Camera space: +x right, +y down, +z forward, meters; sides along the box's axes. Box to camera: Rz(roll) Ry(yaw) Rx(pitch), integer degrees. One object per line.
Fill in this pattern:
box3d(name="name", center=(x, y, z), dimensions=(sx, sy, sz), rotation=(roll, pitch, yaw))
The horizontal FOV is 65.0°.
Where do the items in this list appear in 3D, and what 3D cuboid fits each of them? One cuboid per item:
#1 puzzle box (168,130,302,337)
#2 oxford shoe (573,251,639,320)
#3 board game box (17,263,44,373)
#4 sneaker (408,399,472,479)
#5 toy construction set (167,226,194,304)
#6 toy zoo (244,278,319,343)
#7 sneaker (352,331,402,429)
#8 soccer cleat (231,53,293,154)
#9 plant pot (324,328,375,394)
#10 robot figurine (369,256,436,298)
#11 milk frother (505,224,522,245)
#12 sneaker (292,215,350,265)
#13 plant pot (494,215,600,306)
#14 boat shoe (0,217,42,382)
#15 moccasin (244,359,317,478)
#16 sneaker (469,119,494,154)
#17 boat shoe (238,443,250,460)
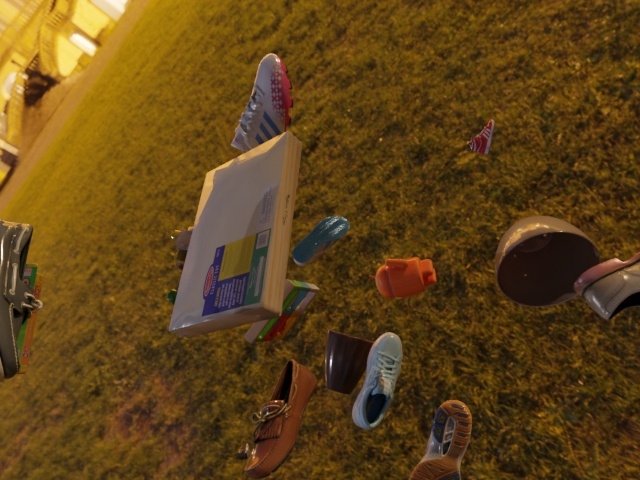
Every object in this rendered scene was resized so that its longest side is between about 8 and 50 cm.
box3d(name="puzzle box", center=(-0.173, -0.013, 1.048), dimensions=(0.272, 0.052, 0.408), rotation=(-17, 53, 35))
box3d(name="oxford shoe", center=(0.893, 0.096, 1.325), dimensions=(0.397, 0.140, 0.146), rotation=(-26, 48, 7))
box3d(name="board game box", center=(-0.743, 0.183, 1.198), dimensions=(0.124, 0.039, 0.259), rotation=(0, 77, 9))
box3d(name="sneaker", center=(0.295, 0.534, 1.203), dimensions=(0.112, 0.131, 0.296), rotation=(22, 77, 24))
box3d(name="toy construction set", center=(-0.302, -0.008, 1.321), dimensions=(0.237, 0.258, 0.308), rotation=(22, 98, 32))
box3d(name="toy zoo", center=(-0.094, 0.201, 1.424), dimensions=(0.030, 0.293, 0.192), rotation=(38, 92, 17))
box3d(name="sneaker", center=(0.232, 0.517, 1.834), dimensions=(0.150, 0.135, 0.365), rotation=(150, 139, -75))
box3d(name="soccer cleat", center=(-0.150, -0.292, 1.246), dimensions=(0.116, 0.143, 0.330), rotation=(24, 118, 59))
box3d(name="plant pot", center=(0.103, 0.505, 2.068), dimensions=(0.215, 0.216, 0.230), rotation=(2, 75, 57))
box3d(name="robot figurine", center=(0.285, 0.129, 1.737), dimensions=(0.220, 0.158, 0.128), rotation=(-16, 73, 17))
box3d(name="milk frother", center=(0.746, 0.039, 1.903), dimensions=(0.129, 0.134, 0.143), rotation=(34, 77, 31))
box3d(name="sneaker", center=(0.000, 0.000, 1.706), dimensions=(0.229, 0.087, 0.092), rotation=(-36, -13, -10))
box3d(name="plant pot", center=(0.660, 0.033, 1.517), dimensions=(0.284, 0.284, 0.190), rotation=(-38, 25, 28))
box3d(name="boat shoe", center=(-0.554, 0.095, 0.902), dimensions=(0.116, 0.099, 0.319), rotation=(-48, 55, 41))
box3d(name="moccasin", center=(-0.127, 0.520, 1.493), dimensions=(0.139, 0.147, 0.380), rotation=(-26, 23, 43))
box3d(name="sneaker", center=(0.509, -0.332, 1.586), dimensions=(0.067, 0.042, 0.118), rotation=(12, 76, 14))
box3d(name="boat shoe", center=(-0.255, 0.710, 1.678), dimensions=(0.125, 0.038, 0.046), rotation=(125, 131, -75))
